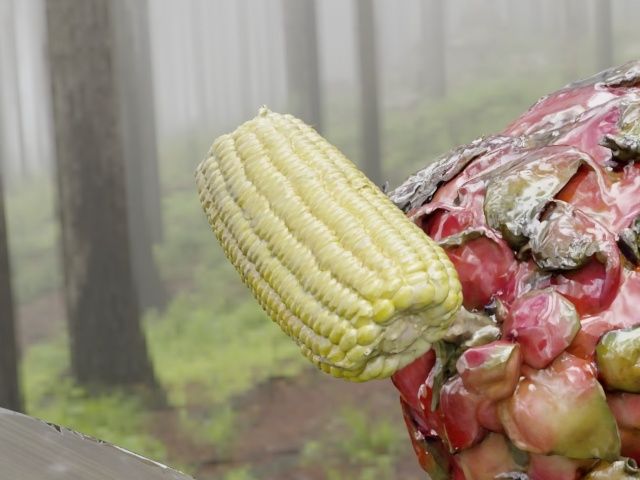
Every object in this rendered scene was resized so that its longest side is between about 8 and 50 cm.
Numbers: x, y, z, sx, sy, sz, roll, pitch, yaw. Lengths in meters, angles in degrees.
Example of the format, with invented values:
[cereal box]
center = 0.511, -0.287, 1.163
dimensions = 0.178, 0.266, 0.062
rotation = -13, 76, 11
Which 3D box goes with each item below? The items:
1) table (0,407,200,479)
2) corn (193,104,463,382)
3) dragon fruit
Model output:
[table]
center = -0.164, 0.281, 1.084
dimensions = 0.317, 0.249, 0.317
rotation = 22, 10, -4
[corn]
center = 0.000, 0.000, 0.925
dimensions = 0.063, 0.085, 0.165
rotation = 29, 17, -48
[dragon fruit]
center = 0.157, 0.052, 1.048
dimensions = 0.250, 0.269, 0.291
rotation = -20, 21, 39
